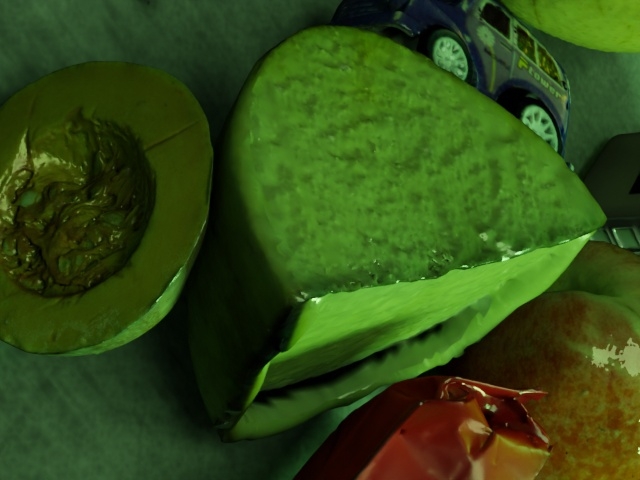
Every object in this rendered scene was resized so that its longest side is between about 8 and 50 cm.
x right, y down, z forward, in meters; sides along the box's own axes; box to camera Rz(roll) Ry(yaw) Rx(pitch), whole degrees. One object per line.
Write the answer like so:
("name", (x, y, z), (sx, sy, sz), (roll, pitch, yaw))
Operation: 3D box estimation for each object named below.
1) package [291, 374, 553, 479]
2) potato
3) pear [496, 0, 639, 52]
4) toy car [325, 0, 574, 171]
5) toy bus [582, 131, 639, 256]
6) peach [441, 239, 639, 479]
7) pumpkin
("package", (0.003, 0.266, 1.320), (0.123, 0.196, 0.423), (41, 64, -4))
("potato", (0.000, 0.000, 1.351), (0.330, 0.280, 0.213), (-12, 66, -39))
("pear", (0.258, -0.323, 1.479), (0.348, 0.348, 0.348), (0, 90, -39))
("toy car", (0.094, -0.128, 1.465), (0.235, 0.172, 0.158), (40, 50, -29))
("toy bus", (0.341, -0.021, 1.626), (0.142, 0.202, 0.142), (49, 62, -25))
("peach", (0.225, 0.131, 1.527), (0.232, 0.232, 0.257), (-36, 127, -33))
("pumpkin", (-0.154, -0.008, 1.251), (0.217, 0.217, 0.110), (-69, 153, -16))
